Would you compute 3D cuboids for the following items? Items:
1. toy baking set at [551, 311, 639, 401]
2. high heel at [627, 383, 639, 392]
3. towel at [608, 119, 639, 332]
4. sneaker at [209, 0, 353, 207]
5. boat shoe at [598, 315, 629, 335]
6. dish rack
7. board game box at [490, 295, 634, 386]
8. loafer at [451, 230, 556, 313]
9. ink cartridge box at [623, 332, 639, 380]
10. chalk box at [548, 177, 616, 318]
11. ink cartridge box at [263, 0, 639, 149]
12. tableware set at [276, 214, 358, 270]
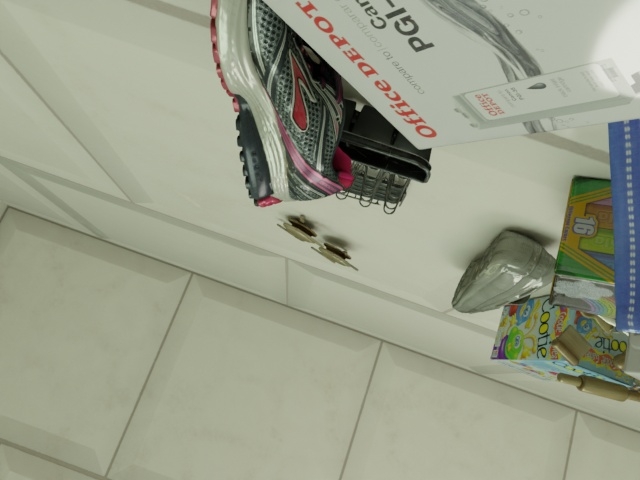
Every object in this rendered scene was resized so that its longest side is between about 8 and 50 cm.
[{"bbox_3d":[0.536,0.190,0.870,0.256,0.197,0.030,19,-170,-4],"label":"toy baking set"},{"bbox_3d":[0.821,0.335,1.161,0.186,0.093,0.261,19,156,25],"label":"high heel"},{"bbox_3d":[0.343,-0.033,0.291,0.040,0.244,0.335,-12,-172,-35],"label":"towel"},{"bbox_3d":[-0.031,-0.162,0.474,0.111,0.121,0.299,-4,140,3],"label":"sneaker"},{"bbox_3d":[0.517,0.118,0.796,0.233,0.084,0.079,35,119,-8],"label":"boat shoe"},{"bbox_3d":[0.038,-0.103,0.700,0.208,0.074,0.271,19,164,5],"label":"dish rack"},{"bbox_3d":[0.500,0.208,1.047,0.144,0.142,0.275,21,164,-5],"label":"board game box"},{"bbox_3d":[0.321,0.082,0.906,0.111,0.112,0.319,26,164,8],"label":"loafer"},{"bbox_3d":[0.583,0.147,0.696,0.232,0.168,0.171,26,162,-21],"label":"ink cartridge box"},{"bbox_3d":[0.395,0.023,0.587,0.212,0.132,0.132,11,161,25],"label":"chalk box"},{"bbox_3d":[0.130,-0.166,0.297,0.207,0.117,0.282,32,160,-37],"label":"ink cartridge box"},{"bbox_3d":[0.000,0.000,1.157,0.194,0.039,0.128,34,171,-26],"label":"tableware set"}]
